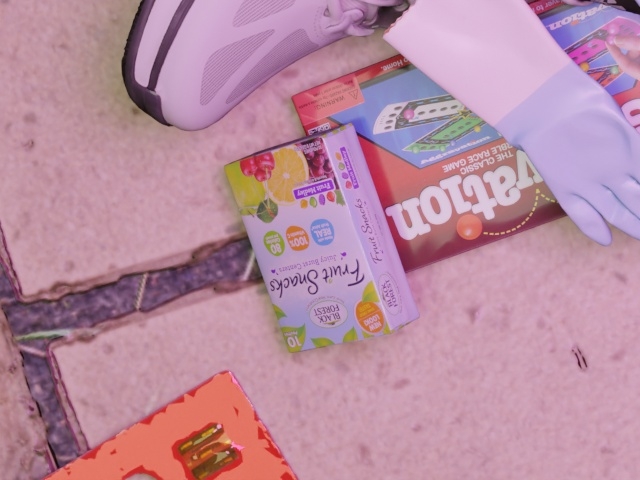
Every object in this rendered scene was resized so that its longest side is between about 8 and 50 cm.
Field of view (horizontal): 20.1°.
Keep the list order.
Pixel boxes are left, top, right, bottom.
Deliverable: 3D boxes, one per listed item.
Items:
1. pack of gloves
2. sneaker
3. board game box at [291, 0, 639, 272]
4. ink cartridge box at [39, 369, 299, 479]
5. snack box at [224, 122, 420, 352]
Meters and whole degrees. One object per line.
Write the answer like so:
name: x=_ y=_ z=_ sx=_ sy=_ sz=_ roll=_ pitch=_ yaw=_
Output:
pack of gloves: x=0.185 y=-0.102 z=1.083 sx=0.232 sy=0.046 sz=0.195 roll=42 pitch=113 yaw=-16
sneaker: x=0.091 y=-0.184 z=1.131 sx=0.257 sy=0.169 sz=0.447 roll=46 pitch=102 yaw=10
board game box: x=0.135 y=-0.082 z=1.227 sx=0.281 sy=0.027 sz=0.145 roll=-21 pitch=96 yaw=13
ink cartridge box: x=-0.096 y=0.334 z=1.284 sx=0.308 sy=0.091 sz=0.385 roll=-31 pitch=90 yaw=7
snack box: x=0.000 y=0.000 z=1.238 sx=0.100 sy=0.037 sz=0.141 roll=-14 pitch=98 yaw=44
